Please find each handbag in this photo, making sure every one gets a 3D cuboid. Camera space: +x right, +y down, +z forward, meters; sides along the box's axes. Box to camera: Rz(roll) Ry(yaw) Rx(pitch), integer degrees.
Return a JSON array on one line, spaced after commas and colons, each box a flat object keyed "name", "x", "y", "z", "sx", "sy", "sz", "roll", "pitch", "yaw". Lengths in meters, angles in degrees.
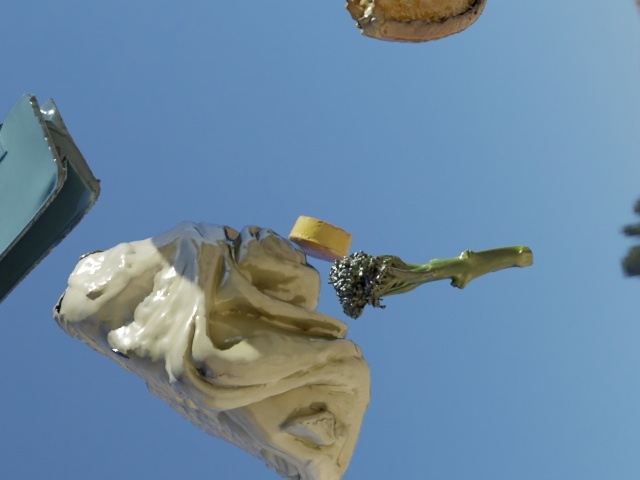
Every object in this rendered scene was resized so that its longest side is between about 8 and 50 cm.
[{"name": "handbag", "x": -0.330, "y": -0.033, "z": 1.472, "sx": 0.057, "sy": 0.221, "sz": 0.144, "roll": 13, "pitch": -141, "yaw": -51}]

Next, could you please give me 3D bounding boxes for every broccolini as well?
[{"name": "broccolini", "x": 0.110, "y": 0.022, "z": 1.348, "sx": 0.067, "sy": 0.216, "sz": 0.058, "roll": 38, "pitch": 133, "yaw": 54}]

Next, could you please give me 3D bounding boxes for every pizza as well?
[{"name": "pizza", "x": 0.086, "y": -0.367, "z": 1.996, "sx": 0.288, "sy": 0.074, "sz": 0.251, "roll": 37, "pitch": -141, "yaw": -2}]

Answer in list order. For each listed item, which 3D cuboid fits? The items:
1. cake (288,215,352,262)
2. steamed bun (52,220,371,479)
[{"name": "cake", "x": 0.000, "y": 0.000, "z": 1.897, "sx": 0.084, "sy": 0.084, "sz": 0.044, "roll": 35, "pitch": -108, "yaw": -59}, {"name": "steamed bun", "x": -0.094, "y": 0.097, "z": 1.659, "sx": 0.237, "sy": 0.394, "sz": 0.346, "roll": -56, "pitch": 3, "yaw": -14}]
